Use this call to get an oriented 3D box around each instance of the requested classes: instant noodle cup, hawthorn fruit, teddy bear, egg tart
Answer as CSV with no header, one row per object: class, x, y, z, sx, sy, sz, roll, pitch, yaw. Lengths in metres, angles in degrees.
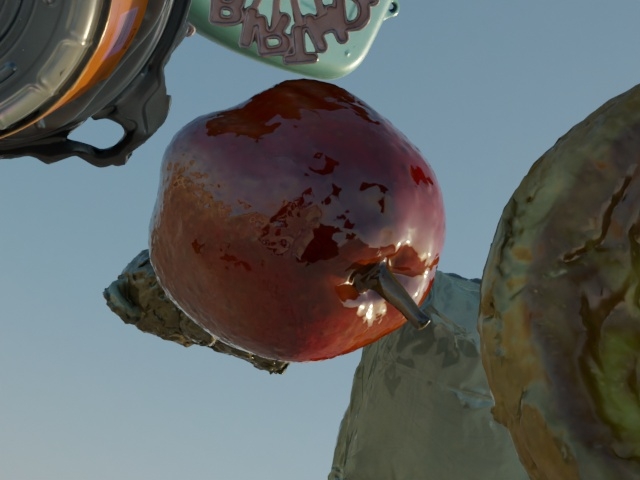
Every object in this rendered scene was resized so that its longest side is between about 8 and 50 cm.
instant noodle cup,-0.137,-0.104,0.541,0.208,0.177,0.125,38,10,-12
hawthorn fruit,0.000,0.000,1.414,0.330,0.287,0.287,38,-8,45
teddy bear,-0.131,0.067,1.829,0.256,0.156,0.267,18,20,21
egg tart,0.253,0.058,0.844,0.341,0.341,0.129,19,-26,21

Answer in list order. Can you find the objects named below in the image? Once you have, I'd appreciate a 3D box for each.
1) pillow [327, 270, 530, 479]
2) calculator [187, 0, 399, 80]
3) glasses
pillow,0.168,0.197,1.703,0.283,0.310,0.138,15,5,6
calculator,-0.049,-0.318,1.525,0.386,0.256,0.054,24,-1,-40
glasses,-0.068,-0.191,0.972,0.255,0.162,0.095,-3,16,0
